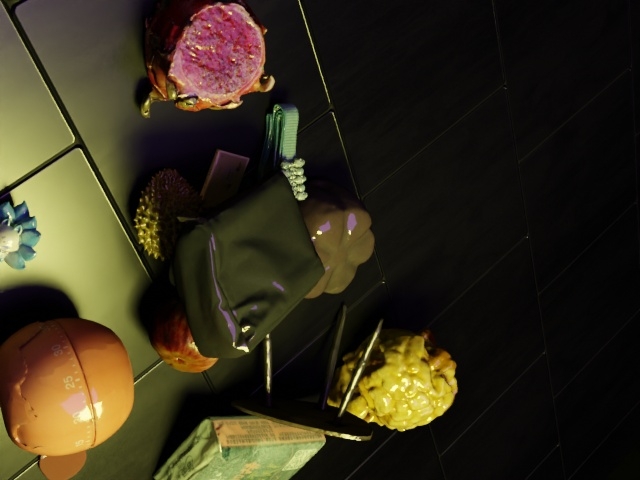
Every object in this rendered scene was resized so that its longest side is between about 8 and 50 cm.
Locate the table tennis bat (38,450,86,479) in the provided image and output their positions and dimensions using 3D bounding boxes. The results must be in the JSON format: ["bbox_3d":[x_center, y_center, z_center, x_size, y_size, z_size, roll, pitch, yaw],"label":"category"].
[{"bbox_3d":[-0.498,0.398,1.687,0.087,0.013,0.157,-38,135,-20],"label":"table tennis bat"}]

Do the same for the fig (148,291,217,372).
[{"bbox_3d":[-0.254,0.152,1.698,0.149,0.148,0.202,-3,85,-72],"label":"fig"}]

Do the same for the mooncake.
[{"bbox_3d":[0.000,0.000,1.863,0.244,0.133,0.245,-27,135,-30],"label":"mooncake"}]

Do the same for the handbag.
[{"bbox_3d":[-0.155,0.032,1.630,0.302,0.177,0.275,-41,113,-49],"label":"handbag"}]

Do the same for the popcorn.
[{"bbox_3d":[0.164,0.323,2.113,0.332,0.265,0.225,-27,119,20],"label":"popcorn"}]

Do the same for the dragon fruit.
[{"bbox_3d":[-0.186,-0.309,1.503,0.282,0.147,0.211,-57,138,-6],"label":"dragon fruit"}]

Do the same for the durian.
[{"bbox_3d":[-0.255,-0.022,1.628,0.146,0.102,0.208,-52,141,-18],"label":"durian"}]

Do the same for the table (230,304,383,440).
[{"bbox_3d":[0.000,0.264,1.958,0.317,0.317,0.249,12,89,-46],"label":"table"}]

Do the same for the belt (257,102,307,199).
[{"bbox_3d":[-0.070,-0.173,1.724,0.065,0.100,0.179,-12,117,-43],"label":"belt"}]

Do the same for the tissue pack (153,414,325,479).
[{"bbox_3d":[-0.167,0.470,1.920,0.315,0.103,0.228,10,129,-47],"label":"tissue pack"}]

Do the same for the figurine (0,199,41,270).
[{"bbox_3d":[-0.492,-0.016,1.417,0.114,0.079,0.114,0,98,1],"label":"figurine"}]

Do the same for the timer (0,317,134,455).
[{"bbox_3d":[-0.435,0.244,1.505,0.214,0.229,0.230,-9,118,-30],"label":"timer"}]

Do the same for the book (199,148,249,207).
[{"bbox_3d":[-0.184,-0.114,1.704,0.077,0.014,0.111,12,103,-46],"label":"book"}]
